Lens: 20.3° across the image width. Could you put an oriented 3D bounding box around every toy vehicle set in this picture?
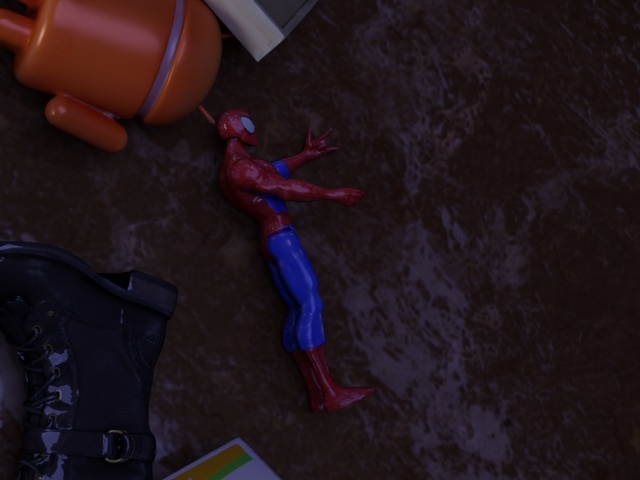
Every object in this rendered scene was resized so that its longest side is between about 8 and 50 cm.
[{"bbox_3d":[-0.107,-0.295,1.586,0.267,0.035,0.166,49,27,-8],"label":"toy vehicle set"}]

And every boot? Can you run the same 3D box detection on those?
[{"bbox_3d":[-0.227,0.127,1.482,0.263,0.091,0.229,16,77,-32],"label":"boot"}]

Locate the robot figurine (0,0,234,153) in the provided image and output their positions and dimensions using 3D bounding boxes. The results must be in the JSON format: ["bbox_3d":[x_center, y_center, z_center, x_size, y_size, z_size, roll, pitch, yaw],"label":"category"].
[{"bbox_3d":[-0.180,-0.172,1.542,0.219,0.128,0.158,17,48,-18],"label":"robot figurine"}]

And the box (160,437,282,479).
[{"bbox_3d":[-0.117,0.274,1.483,0.203,0.103,0.114,-28,134,-23],"label":"box"}]

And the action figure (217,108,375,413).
[{"bbox_3d":[0.000,0.000,1.608,0.139,0.091,0.280,-25,93,-17],"label":"action figure"}]
